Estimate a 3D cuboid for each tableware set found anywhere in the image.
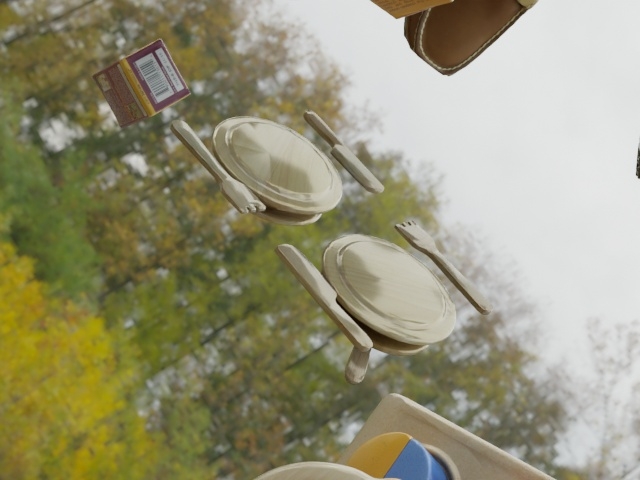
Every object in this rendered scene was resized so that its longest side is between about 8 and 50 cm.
[{"bbox_3d":[0.000,0.000,0.715,0.194,0.128,0.039,49,-54,25],"label":"tableware set"}]

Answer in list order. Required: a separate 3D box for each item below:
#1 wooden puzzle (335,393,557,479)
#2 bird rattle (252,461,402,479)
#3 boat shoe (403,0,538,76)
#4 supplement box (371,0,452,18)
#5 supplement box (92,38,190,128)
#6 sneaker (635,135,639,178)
[{"bbox_3d":[0.070,0.308,1.042,0.348,0.322,0.080,22,-21,47],"label":"wooden puzzle"},{"bbox_3d":[-0.022,0.270,0.935,0.253,0.207,0.143,-6,-46,22],"label":"bird rattle"},{"bbox_3d":[0.201,-0.305,1.185,0.122,0.324,0.120,31,15,-17],"label":"boat shoe"},{"bbox_3d":[0.017,-0.274,0.997,0.233,0.078,0.080,27,-27,-36],"label":"supplement box"},{"bbox_3d":[-0.154,-0.134,1.035,0.083,0.043,0.055,-4,-63,61],"label":"supplement box"},{"bbox_3d":[0.216,-0.048,0.561,0.073,0.063,0.162,21,-14,-29],"label":"sneaker"}]
